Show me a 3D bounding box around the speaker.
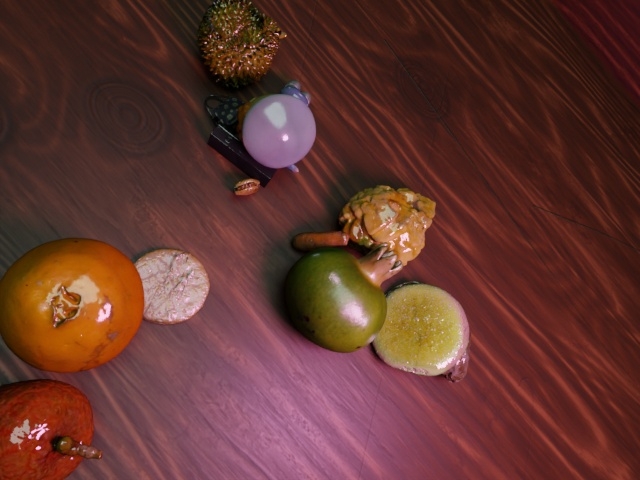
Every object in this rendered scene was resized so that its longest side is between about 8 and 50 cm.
[{"bbox_3d":[-0.237,-0.253,1.512,0.218,0.082,0.044,37,66,-6],"label":"speaker"}]

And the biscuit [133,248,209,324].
[{"bbox_3d":[-0.413,0.122,1.358,0.220,0.033,0.219,6,73,-19],"label":"biscuit"}]

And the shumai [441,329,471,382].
[{"bbox_3d":[0.374,0.327,1.557,0.176,0.166,0.205,8,46,14],"label":"shumai"}]

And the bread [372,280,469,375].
[{"bbox_3d":[0.297,0.257,1.504,0.302,0.045,0.301,-6,60,11],"label":"bread"}]

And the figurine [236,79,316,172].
[{"bbox_3d":[-0.115,-0.393,1.495,0.225,0.205,0.381,36,40,-31],"label":"figurine"}]

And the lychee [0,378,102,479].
[{"bbox_3d":[-0.614,0.421,1.076,0.300,0.255,0.255,22,63,24],"label":"lychee"}]

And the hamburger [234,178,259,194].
[{"bbox_3d":[-0.218,-0.160,1.488,0.076,0.083,0.044,-13,88,6],"label":"hamburger"}]

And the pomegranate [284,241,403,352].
[{"bbox_3d":[0.067,0.146,1.379,0.359,0.216,0.309,-39,87,12],"label":"pomegranate"}]

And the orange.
[{"bbox_3d":[-0.565,0.146,1.149,0.313,0.312,0.311,6,73,-20],"label":"orange"}]

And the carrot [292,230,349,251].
[{"bbox_3d":[0.000,0.000,1.484,0.060,0.186,0.060,17,71,-60],"label":"carrot"}]

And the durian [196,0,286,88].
[{"bbox_3d":[-0.247,-0.609,1.538,0.258,0.258,0.292,32,56,-10],"label":"durian"}]

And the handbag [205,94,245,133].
[{"bbox_3d":[-0.296,-0.402,1.547,0.139,0.072,0.115,40,63,8],"label":"handbag"}]

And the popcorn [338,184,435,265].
[{"bbox_3d":[0.220,-0.050,1.546,0.333,0.225,0.264,-22,84,-25],"label":"popcorn"}]
